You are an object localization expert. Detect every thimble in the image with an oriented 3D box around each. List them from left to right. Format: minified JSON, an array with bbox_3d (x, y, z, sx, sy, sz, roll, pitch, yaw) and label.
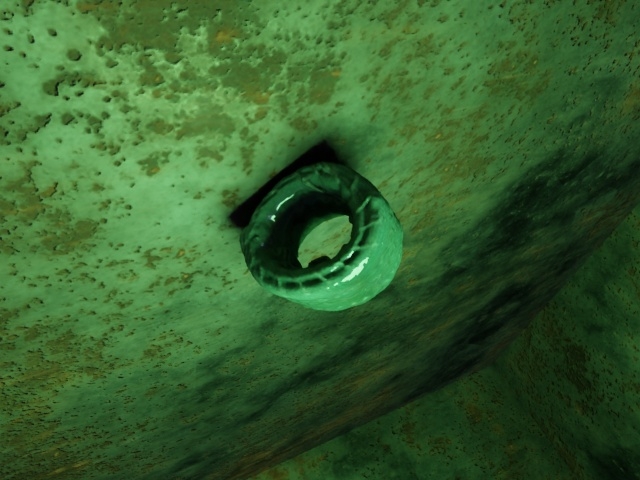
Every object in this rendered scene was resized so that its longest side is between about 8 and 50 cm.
[{"bbox_3d":[0.000,0.000,0.806,0.235,0.198,0.143,-11,157,20],"label":"thimble"}]
